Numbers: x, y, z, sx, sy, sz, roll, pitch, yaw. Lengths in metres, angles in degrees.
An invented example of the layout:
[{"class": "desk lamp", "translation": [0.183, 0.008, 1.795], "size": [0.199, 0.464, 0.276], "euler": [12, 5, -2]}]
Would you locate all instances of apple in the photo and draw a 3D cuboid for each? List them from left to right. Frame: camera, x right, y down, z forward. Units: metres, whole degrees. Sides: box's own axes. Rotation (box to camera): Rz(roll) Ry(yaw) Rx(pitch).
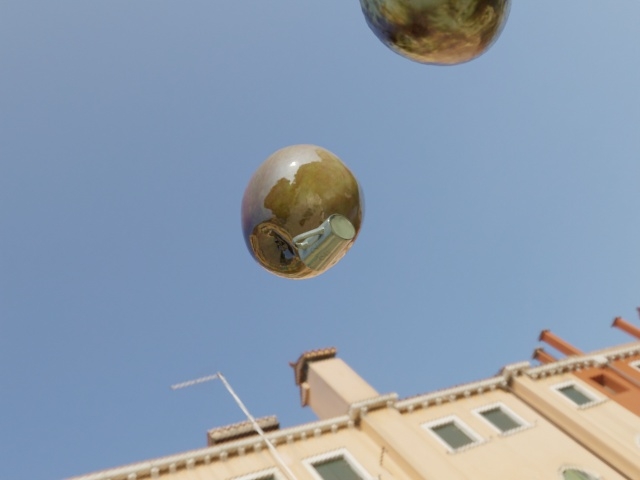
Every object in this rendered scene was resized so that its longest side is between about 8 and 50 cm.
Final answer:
[{"class": "apple", "translation": [-0.043, -0.054, 1.354], "size": [0.234, 0.257, 0.256], "euler": [-50, -39, -47]}]

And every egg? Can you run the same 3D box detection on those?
[{"class": "egg", "translation": [0.187, -0.399, 1.089], "size": [0.238, 0.238, 0.289], "euler": [-57, -36, 2]}]

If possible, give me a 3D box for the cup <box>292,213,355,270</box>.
[{"class": "cup", "translation": [0.002, -0.003, 1.024], "size": [0.075, 0.054, 0.083], "euler": [33, -49, -12]}]
